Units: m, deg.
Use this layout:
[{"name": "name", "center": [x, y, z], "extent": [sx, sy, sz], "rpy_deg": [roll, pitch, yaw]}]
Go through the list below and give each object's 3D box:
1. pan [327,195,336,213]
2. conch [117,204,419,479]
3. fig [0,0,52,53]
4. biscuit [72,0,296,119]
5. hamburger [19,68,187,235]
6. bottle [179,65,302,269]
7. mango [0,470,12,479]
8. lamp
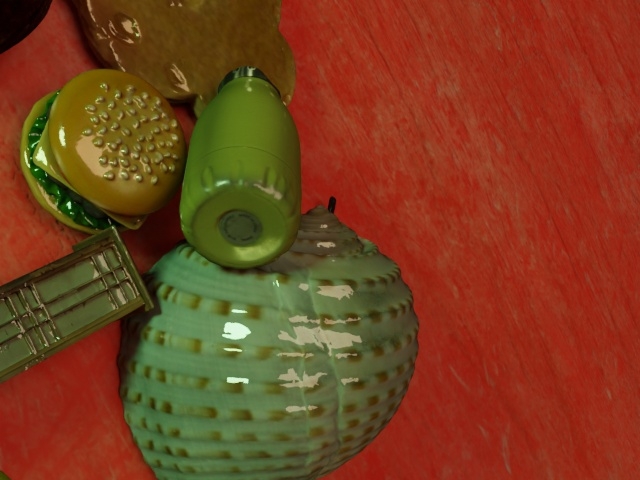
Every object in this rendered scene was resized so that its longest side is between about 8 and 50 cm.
[{"name": "pan", "center": [0.000, 0.000, 1.082], "extent": [0.068, 0.023, 0.115], "rpy_deg": [29, 62, -31]}, {"name": "conch", "center": [-0.036, 0.123, 0.893], "extent": [0.303, 0.215, 0.319], "rpy_deg": [7, 71, -29]}, {"name": "fig", "center": [-0.309, -0.228, 0.789], "extent": [0.148, 0.149, 0.202], "rpy_deg": [-4, 70, -24]}, {"name": "biscuit", "center": [-0.167, -0.280, 1.001], "extent": [0.269, 0.051, 0.376], "rpy_deg": [-46, 111, -38]}, {"name": "hamburger", "center": [-0.208, -0.085, 0.861], "extent": [0.162, 0.115, 0.162], "rpy_deg": [15, 67, -40]}, {"name": "bottle", "center": [-0.075, -0.088, 0.882], "extent": [0.112, 0.112, 0.260], "rpy_deg": [38, 27, -27]}, {"name": "mango", "center": [-0.258, 0.320, 0.662], "extent": [0.192, 0.156, 0.343], "rpy_deg": [-35, 106, -33]}, {"name": "lamp", "center": [-0.297, 0.092, 0.745], "extent": [0.325, 0.090, 0.089], "rpy_deg": [-31, 99, -42]}]
